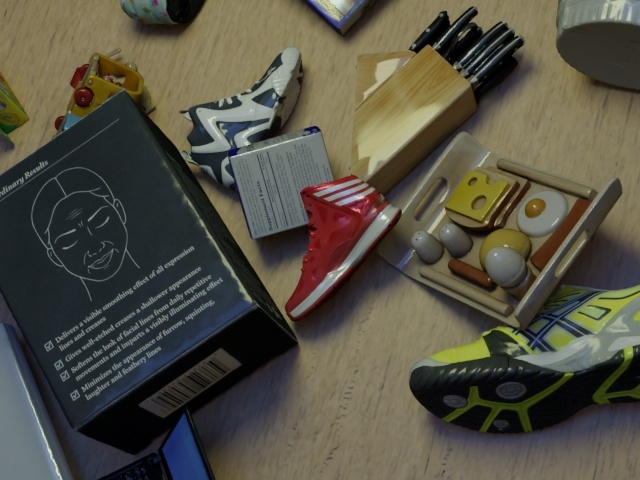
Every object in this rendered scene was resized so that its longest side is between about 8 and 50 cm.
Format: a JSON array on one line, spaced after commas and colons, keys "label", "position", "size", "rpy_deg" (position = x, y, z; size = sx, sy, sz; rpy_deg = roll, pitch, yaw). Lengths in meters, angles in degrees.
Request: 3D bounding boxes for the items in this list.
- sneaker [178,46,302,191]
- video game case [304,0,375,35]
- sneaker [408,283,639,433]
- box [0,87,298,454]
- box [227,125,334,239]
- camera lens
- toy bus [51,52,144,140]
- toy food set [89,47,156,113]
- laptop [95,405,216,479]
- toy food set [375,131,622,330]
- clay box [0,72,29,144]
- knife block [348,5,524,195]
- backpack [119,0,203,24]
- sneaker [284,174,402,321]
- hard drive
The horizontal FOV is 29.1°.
[{"label": "sneaker", "position": [-0.130, -0.200, 1.846], "size": [0.153, 0.094, 0.235], "rpy_deg": [21, 88, 12]}, {"label": "video game case", "position": [0.019, -0.492, 1.882], "size": [0.269, 0.061, 0.244], "rpy_deg": [44, 91, 7]}, {"label": "sneaker", "position": [0.304, 0.145, 1.610], "size": [0.384, 0.145, 0.147], "rpy_deg": [-11, 48, 8]}, {"label": "box", "position": [-0.271, 0.047, 1.734], "size": [0.293, 0.212, 0.395], "rpy_deg": [-34, 67, 2]}, {"label": "box", "position": [-0.051, -0.083, 1.755], "size": [0.137, 0.072, 0.126], "rpy_deg": [-16, 105, -3]}, {"label": "camera lens", "position": [0.450, -0.372, 1.688], "size": [0.219, 0.219, 0.274], "rpy_deg": [12, 75, 18]}, {"label": "toy bus", "position": [-0.345, -0.180, 1.888], "size": [0.104, 0.202, 0.191], "rpy_deg": [23, 73, -18]}, {"label": "toy food set", "position": [-0.315, -0.240, 1.952], "size": [0.078, 0.019, 0.122], "rpy_deg": [-28, 74, 4]}, {"label": "laptop", "position": [-0.234, 0.391, 1.644], "size": [0.264, 0.136, 0.234], "rpy_deg": [-26, 66, 5]}, {"label": "toy food set", "position": [0.227, -0.027, 1.639], "size": [0.220, 0.092, 0.306], "rpy_deg": [-53, 38, -8]}, {"label": "clay box", "position": [-0.542, -0.262, 1.958], "size": [0.053, 0.127, 0.222], "rpy_deg": [-36, 67, -1]}, {"label": "knife block", "position": [0.172, -0.196, 1.770], "size": [0.242, 0.088, 0.276], "rpy_deg": [-1, 70, 15]}, {"label": "backpack", "position": [-0.247, -0.429, 1.943], "size": [0.115, 0.152, 0.182], "rpy_deg": [6, 85, 22]}, {"label": "sneaker", "position": [0.000, 0.000, 1.719], "size": [0.128, 0.087, 0.221], "rpy_deg": [44, 101, 6]}, {"label": "hard drive", "position": [-0.476, 0.300, 1.774], "size": [0.203, 0.040, 0.308], "rpy_deg": [-34, 65, 13]}]
